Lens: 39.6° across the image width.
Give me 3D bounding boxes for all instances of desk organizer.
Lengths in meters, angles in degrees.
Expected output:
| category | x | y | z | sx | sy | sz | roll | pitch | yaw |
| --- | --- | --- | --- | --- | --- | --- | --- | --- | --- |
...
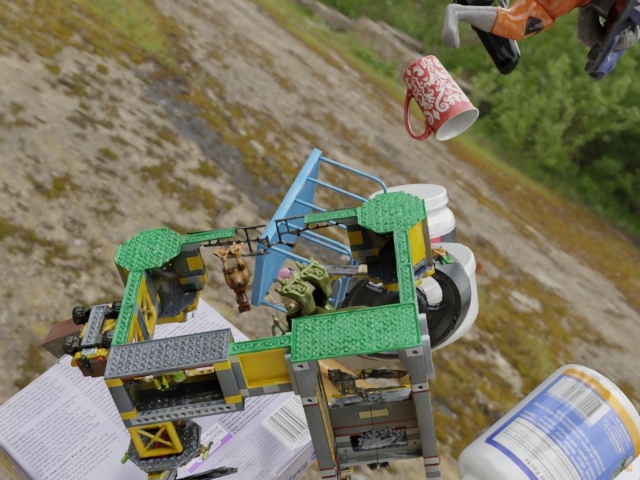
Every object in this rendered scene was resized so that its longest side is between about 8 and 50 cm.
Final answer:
| category | x | y | z | sx | sy | sz | roll | pitch | yaw |
| --- | --- | --- | --- | --- | --- | --- | --- | --- | --- |
| desk organizer | -0.451 | 0.173 | 1.634 | 0.047 | 0.130 | 0.050 | 47 | 43 | -28 |

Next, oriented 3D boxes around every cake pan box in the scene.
| category | x | y | z | sx | sy | sz | roll | pitch | yaw |
| --- | --- | --- | --- | --- | --- | --- | --- | --- | --- |
| cake pan box | -0.149 | 0.183 | 0.869 | 0.245 | 0.070 | 0.267 | 36 | 54 | 21 |

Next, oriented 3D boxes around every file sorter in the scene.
| category | x | y | z | sx | sy | sz | roll | pitch | yaw |
| --- | --- | --- | --- | --- | --- | --- | --- | --- | --- |
| file sorter | 0.000 | 0.000 | 1.069 | 0.104 | 0.118 | 0.170 | 21 | 51 | 9 |

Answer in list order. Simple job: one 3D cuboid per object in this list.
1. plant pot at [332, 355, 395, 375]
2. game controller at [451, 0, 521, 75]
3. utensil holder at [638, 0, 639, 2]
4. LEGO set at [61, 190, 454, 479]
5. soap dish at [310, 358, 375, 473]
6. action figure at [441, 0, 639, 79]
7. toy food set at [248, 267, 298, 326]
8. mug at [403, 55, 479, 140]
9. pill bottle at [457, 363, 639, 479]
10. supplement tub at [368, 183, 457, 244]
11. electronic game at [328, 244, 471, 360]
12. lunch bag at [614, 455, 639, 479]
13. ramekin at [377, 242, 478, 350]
| category | x | y | z | sx | sy | sz | roll | pitch | yaw |
| --- | --- | --- | --- | --- | --- | --- | --- | --- | --- |
| plant pot | 0.135 | 0.223 | 2.412 | 0.323 | 0.280 | 0.323 | 54 | -3 | 4 |
| game controller | 0.242 | -0.363 | 1.336 | 0.319 | 0.067 | 0.167 | -77 | 144 | -58 |
| utensil holder | 0.512 | -0.334 | 0.812 | 0.327 | 0.385 | 0.328 | 24 | 30 | -15 |
| LEGO set | -0.029 | 0.109 | 0.766 | 0.331 | 0.192 | 0.255 | -13 | 35 | -1 |
| soap dish | -0.026 | 0.356 | 1.896 | 0.290 | 0.229 | 0.118 | 36 | -7 | -30 |
| action figure | 0.341 | -0.364 | 1.094 | 0.330 | 0.341 | 0.179 | -12 | 58 | -31 |
| toy food set | -0.056 | 0.084 | 1.365 | 0.122 | 0.078 | 0.019 | 39 | 14 | 11 |
| mug | 0.252 | -0.320 | 2.017 | 0.169 | 0.150 | 0.113 | 61 | -9 | 19 |
| pill bottle | 0.275 | 0.296 | 1.148 | 0.152 | 0.272 | 0.152 | 46 | -21 | 23 |
| supplement tub | 0.202 | 0.030 | 1.924 | 0.191 | 0.272 | 0.191 | -8 | 16 | 2 |
| electronic game | 0.119 | 0.097 | 1.361 | 0.229 | 0.229 | 0.048 | 26 | 28 | -25 |
| lunch bag | 0.582 | 0.546 | 1.858 | 0.327 | 0.239 | 0.386 | 22 | 60 | -11 |
| ramekin | 0.172 | 0.116 | 1.679 | 0.273 | 0.272 | 0.127 | -73 | 145 | -70 |
